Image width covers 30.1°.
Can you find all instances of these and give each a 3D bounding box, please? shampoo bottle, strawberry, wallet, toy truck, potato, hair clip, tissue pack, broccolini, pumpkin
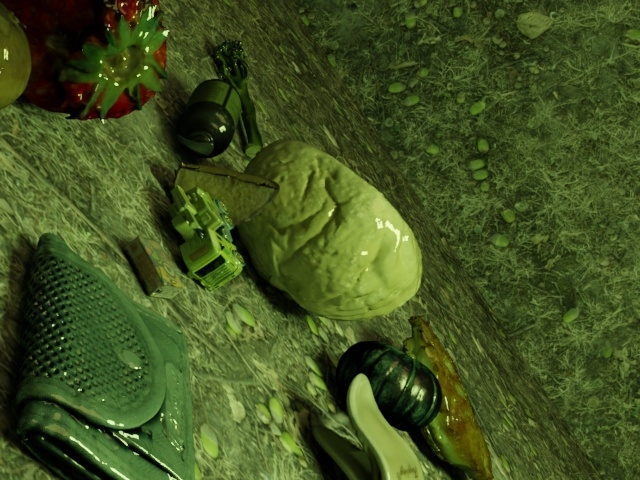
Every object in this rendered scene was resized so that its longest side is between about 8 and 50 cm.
[{"bbox_3d":[-0.203,-0.210,2.145,0.101,0.101,0.284,50,15,-17],"label":"shampoo bottle"},{"bbox_3d":[-0.352,-0.311,1.664,0.288,0.250,0.238,33,10,29],"label":"strawberry"},{"bbox_3d":[-0.230,0.146,1.317,0.237,0.075,0.342,43,19,-29],"label":"wallet"},{"bbox_3d":[-0.183,-0.013,1.808,0.100,0.077,0.169,44,19,-45],"label":"toy truck"},{"bbox_3d":[-0.440,-0.231,1.370,0.192,0.141,0.296,52,17,1],"label":"potato"},{"bbox_3d":[0.087,0.347,1.773,0.282,0.113,0.172,60,16,20],"label":"hair clip"},{"bbox_3d":[-0.228,0.037,1.634,0.083,0.035,0.063,59,15,17],"label":"tissue pack"},{"bbox_3d":[-0.149,-0.069,1.924,0.172,0.101,0.089,9,12,4],"label":"potato"},{"bbox_3d":[-0.178,-0.311,2.554,0.392,0.074,0.079,-106,-163,-50],"label":"broccolini"},{"bbox_3d":[0.116,0.247,2.022,0.194,0.150,0.194,56,3,-5],"label":"pumpkin"}]

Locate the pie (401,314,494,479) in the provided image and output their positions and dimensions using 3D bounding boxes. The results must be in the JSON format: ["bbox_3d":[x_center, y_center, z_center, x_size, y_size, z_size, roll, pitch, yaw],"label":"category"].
[{"bbox_3d":[0.238,0.312,2.303,0.288,0.103,0.355,-11,77,-81],"label":"pie"}]

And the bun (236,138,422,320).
[{"bbox_3d":[0.000,0.000,2.032,0.352,0.227,0.349,42,-7,-26],"label":"bun"}]
